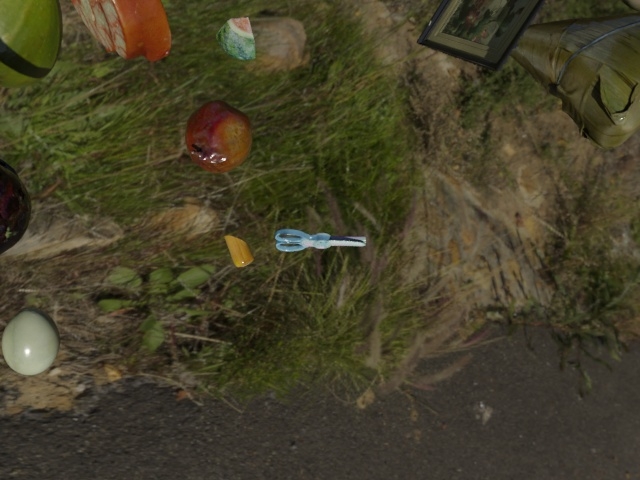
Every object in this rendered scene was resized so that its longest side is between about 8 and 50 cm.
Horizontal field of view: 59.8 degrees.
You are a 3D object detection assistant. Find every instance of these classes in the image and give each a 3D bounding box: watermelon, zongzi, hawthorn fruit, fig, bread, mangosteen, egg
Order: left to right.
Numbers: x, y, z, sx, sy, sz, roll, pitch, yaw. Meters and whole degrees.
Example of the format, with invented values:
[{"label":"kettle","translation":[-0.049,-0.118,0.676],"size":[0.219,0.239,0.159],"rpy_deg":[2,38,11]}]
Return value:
[{"label":"mangosteen","translation":[-0.751,-0.085,1.196],"size":[0.232,0.231,0.289],"rpy_deg":[17,20,-37]},{"label":"fig","translation":[-0.763,-0.541,1.347],"size":[0.316,0.316,0.315],"rpy_deg":[16,65,-38]},{"label":"egg","translation":[-0.635,0.221,1.222],"size":[0.114,0.114,0.152],"rpy_deg":[-10,105,-44]},{"label":"bread","translation":[-0.471,-0.566,1.238],"size":[0.114,0.328,0.295],"rpy_deg":[-33,139,-23]},{"label":"hawthorn fruit","translation":[-0.314,-0.294,1.639],"size":[0.208,0.208,0.248],"rpy_deg":[50,37,-17]},{"label":"bread","translation":[-0.240,0.026,1.660],"size":[0.062,0.049,0.103],"rpy_deg":[-19,87,-28]},{"label":"watermelon","translation":[-0.167,-0.428,1.179],"size":[0.092,0.085,0.072],"rpy_deg":[39,78,-24]},{"label":"zongzi","translation":[0.540,-0.381,1.055],"size":[0.360,0.323,0.160],"rpy_deg":[52,-7,32]}]

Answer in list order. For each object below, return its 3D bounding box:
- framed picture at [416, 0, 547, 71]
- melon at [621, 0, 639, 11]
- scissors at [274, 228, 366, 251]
[{"label":"framed picture","translation":[0.225,-0.317,0.705],"size":[0.010,0.195,0.199],"rpy_deg":[24,16,-32]},{"label":"melon","translation":[0.522,-0.437,0.775],"size":[0.317,0.223,0.223],"rpy_deg":[-35,100,-35]},{"label":"scissors","translation":[0.000,0.000,1.570],"size":[0.256,0.125,0.030],"rpy_deg":[0,66,-1]}]
